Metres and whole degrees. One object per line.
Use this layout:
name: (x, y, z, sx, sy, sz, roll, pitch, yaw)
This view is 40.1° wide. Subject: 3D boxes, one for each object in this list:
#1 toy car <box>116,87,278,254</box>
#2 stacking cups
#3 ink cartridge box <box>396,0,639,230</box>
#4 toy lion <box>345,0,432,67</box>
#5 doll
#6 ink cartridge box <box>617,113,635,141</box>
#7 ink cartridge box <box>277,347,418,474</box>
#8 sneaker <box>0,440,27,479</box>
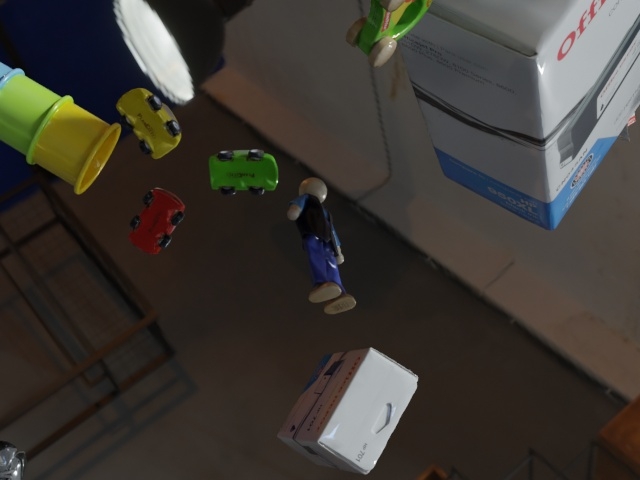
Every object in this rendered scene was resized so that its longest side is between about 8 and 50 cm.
toy car: (-0.165, -0.097, 1.232, 0.053, 0.225, 0.239, -64, 154, -69)
stacking cups: (-0.385, -0.169, 0.980, 0.316, 0.096, 0.096, 30, -17, -7)
ink cartridge box: (0.237, -0.222, 0.894, 0.166, 0.285, 0.395, 32, -8, 25)
toy lion: (0.066, -0.181, 0.614, 0.034, 0.096, 0.100, 45, -21, 15)
doll: (0.000, 0.000, 1.109, 0.129, 0.046, 0.189, 41, 30, -50)
ink cartridge box: (0.647, -0.275, 1.900, 0.063, 0.029, 0.115, 29, -35, 53)
ink cartridge box: (0.032, 0.222, 1.153, 0.082, 0.140, 0.190, 35, -19, -8)
sneaker: (-0.463, 0.347, 1.214, 0.229, 0.086, 0.132, 133, -38, -84)
